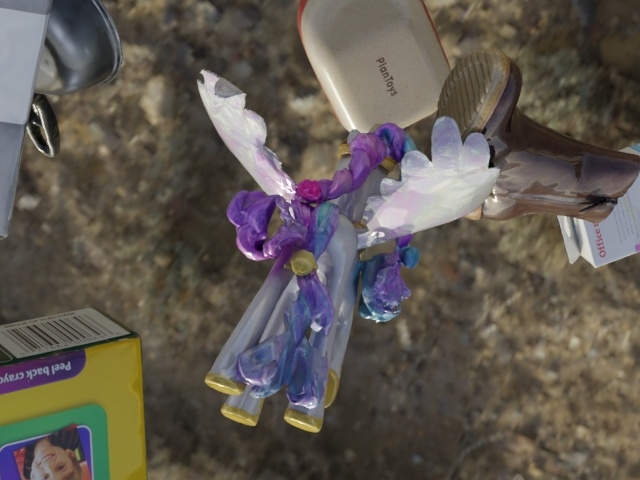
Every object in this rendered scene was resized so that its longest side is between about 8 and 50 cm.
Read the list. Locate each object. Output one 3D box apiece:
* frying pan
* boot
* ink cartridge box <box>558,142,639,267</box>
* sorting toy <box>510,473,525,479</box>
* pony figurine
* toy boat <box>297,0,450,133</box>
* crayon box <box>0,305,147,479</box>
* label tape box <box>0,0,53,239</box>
[{"bbox_3d":[-0.258,-0.157,1.249,0.197,0.053,0.326,37,154,-9],"label":"frying pan"},{"bbox_3d":[0.215,-0.097,1.582,0.207,0.090,0.248,5,151,-11],"label":"boot"},{"bbox_3d":[0.325,-0.040,1.797,0.143,0.090,0.092,-19,109,-5],"label":"ink cartridge box"},{"bbox_3d":[0.085,0.146,0.810,0.062,0.083,0.012,-42,134,11],"label":"sorting toy"},{"bbox_3d":[0.000,0.000,1.634,0.303,0.363,0.351,19,166,7],"label":"pony figurine"},{"bbox_3d":[0.055,-0.245,1.944,0.151,0.151,0.231,-26,133,1],"label":"toy boat"},{"bbox_3d":[-0.325,0.247,1.371,0.106,0.363,0.313,25,120,53],"label":"crayon box"},{"bbox_3d":[-0.201,-0.204,0.936,0.106,0.240,0.333,8,126,-14],"label":"label tape box"}]
